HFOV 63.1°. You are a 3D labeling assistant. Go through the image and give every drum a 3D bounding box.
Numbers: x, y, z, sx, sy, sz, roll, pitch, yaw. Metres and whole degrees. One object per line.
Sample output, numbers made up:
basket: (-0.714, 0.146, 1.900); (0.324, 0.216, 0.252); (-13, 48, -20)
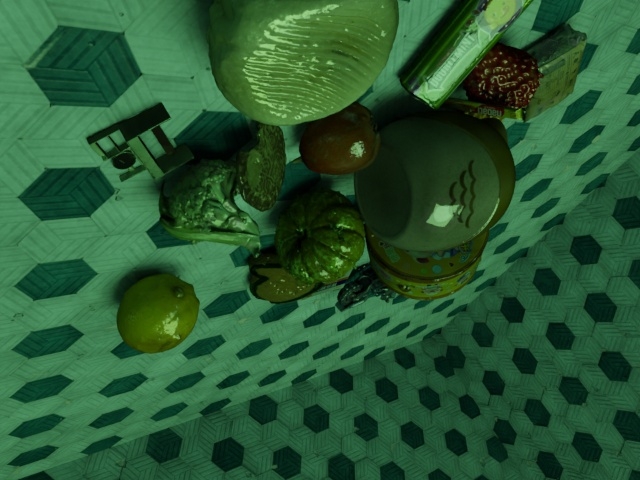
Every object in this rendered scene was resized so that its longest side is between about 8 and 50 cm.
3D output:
drum: (0.363, -0.017, 1.815); (0.431, 0.431, 0.214); (-28, 153, -6)

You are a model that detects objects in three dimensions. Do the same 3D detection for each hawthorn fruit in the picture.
hawthorn fruit: (0.031, -0.249, 1.347); (0.251, 0.199, 0.199); (-24, 156, 19)

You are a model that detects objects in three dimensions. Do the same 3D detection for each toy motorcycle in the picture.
toy motorcycle: (0.241, 0.213, 2.347); (0.416, 0.172, 0.232); (-25, 148, -30)

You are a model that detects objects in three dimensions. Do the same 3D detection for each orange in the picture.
orange: (0.000, 0.000, 1.596); (0.301, 0.300, 0.223); (-43, 146, 18)

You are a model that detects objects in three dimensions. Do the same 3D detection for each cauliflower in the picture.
cauliflower: (-0.248, -0.062, 1.285); (0.315, 0.239, 0.256); (35, 124, -13)

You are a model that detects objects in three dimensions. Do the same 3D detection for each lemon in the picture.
lemon: (-0.488, 0.221, 1.565); (0.234, 0.233, 0.288); (-1, 143, -44)

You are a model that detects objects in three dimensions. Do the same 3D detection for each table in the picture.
table: (-0.386, -0.198, 1.133); (0.175, 0.062, 0.146); (-30, 154, -7)

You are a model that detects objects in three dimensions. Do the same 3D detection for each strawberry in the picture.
strawberry: (0.477, -0.461, 1.442); (0.244, 0.205, 0.205); (27, 120, -37)

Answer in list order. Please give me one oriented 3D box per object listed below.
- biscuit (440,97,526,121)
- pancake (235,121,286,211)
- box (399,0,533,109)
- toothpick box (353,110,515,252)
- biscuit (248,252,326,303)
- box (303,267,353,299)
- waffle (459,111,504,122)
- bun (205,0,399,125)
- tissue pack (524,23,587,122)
biscuit: (0.425, -0.372, 1.447); (0.026, 0.292, 0.048); (-54, 145, -24)
pancake: (-0.137, -0.182, 1.279); (0.211, 0.029, 0.235); (72, 34, -42)
box: (0.356, -0.494, 1.306); (0.134, 0.097, 0.345); (25, 126, -26)
toothpick box: (0.346, -0.177, 1.536); (0.426, 0.408, 0.408); (-13, 149, -26)
biscuit: (-0.124, 0.126, 1.835); (0.344, 0.057, 0.287); (-30, 135, 32)
box: (0.020, 0.089, 1.984); (0.200, 0.106, 0.299); (-14, 148, -26)
waffle: (0.508, -0.366, 1.744); (0.283, 0.065, 0.309); (-32, 154, 4)
bun: (-0.041, -0.391, 0.963); (0.349, 0.227, 0.352); (-1, 144, -45)
tissue pack: (0.705, -0.510, 1.633); (0.215, 0.123, 0.256); (-33, 154, 0)
